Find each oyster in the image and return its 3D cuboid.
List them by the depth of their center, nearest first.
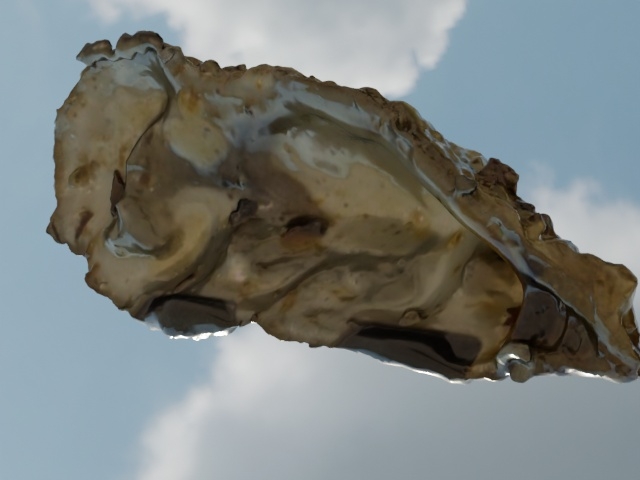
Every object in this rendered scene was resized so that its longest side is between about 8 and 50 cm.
[{"bbox_3d":[0.001,-0.003,0.788,0.345,0.079,0.128,18,-88,41],"label":"oyster"}]
